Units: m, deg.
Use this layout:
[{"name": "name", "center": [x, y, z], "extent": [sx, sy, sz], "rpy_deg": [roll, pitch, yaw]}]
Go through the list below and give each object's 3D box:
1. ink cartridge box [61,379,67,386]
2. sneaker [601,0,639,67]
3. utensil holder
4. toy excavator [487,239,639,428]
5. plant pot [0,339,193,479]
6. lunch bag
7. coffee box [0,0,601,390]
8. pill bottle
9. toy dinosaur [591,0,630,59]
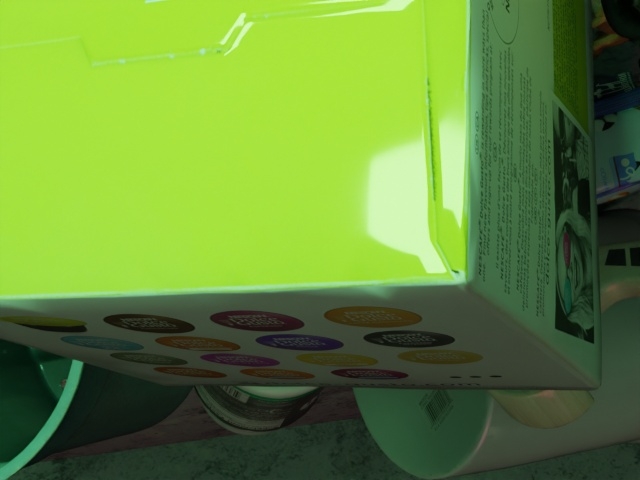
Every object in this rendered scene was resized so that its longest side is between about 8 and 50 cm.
[{"name": "ink cartridge box", "center": [-0.397, 0.146, 1.885], "extent": [0.154, 0.093, 0.212], "rpy_deg": [-15, 160, 18]}, {"name": "sneaker", "center": [0.337, -0.212, 1.074], "extent": [0.202, 0.185, 0.483], "rpy_deg": [-10, 154, 25]}, {"name": "utensil holder", "center": [0.272, 0.130, 1.747], "extent": [0.386, 0.327, 0.327], "rpy_deg": [-5, 162, -33]}, {"name": "toy excavator", "center": [0.418, 0.008, 1.443], "extent": [0.445, 0.433, 0.222], "rpy_deg": [-3, 144, 37]}, {"name": "plant pot", "center": [-0.307, 0.093, 1.437], "extent": [0.341, 0.341, 0.334], "rpy_deg": [-16, 169, 21]}, {"name": "lunch bag", "center": [0.234, -0.082, 1.341], "extent": [0.243, 0.115, 0.303], "rpy_deg": [-17, 180, 2]}, {"name": "coffee box", "center": [-0.020, -0.093, 0.842], "extent": [0.338, 0.338, 0.334], "rpy_deg": [-3, 165, 22]}, {"name": "pill bottle", "center": [-0.083, 0.166, 1.928], "extent": [0.204, 0.204, 0.361], "rpy_deg": [-6, 163, -11]}, {"name": "toy dinosaur", "center": [0.271, -0.197, 1.221], "extent": [0.112, 0.064, 0.211], "rpy_deg": [-19, 160, 25]}]
